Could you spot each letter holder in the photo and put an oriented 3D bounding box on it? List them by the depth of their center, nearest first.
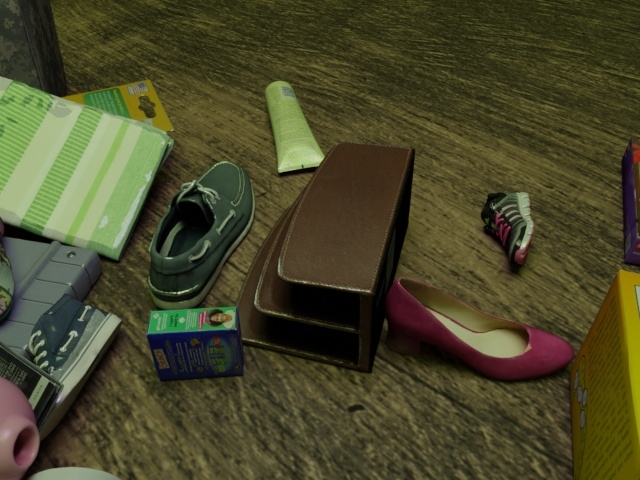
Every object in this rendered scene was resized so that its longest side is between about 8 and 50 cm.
[{"bbox_3d":[0.000,0.000,0.836,0.214,0.152,0.302,9,44,13],"label":"letter holder"}]

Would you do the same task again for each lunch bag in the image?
[{"bbox_3d":[-0.649,-0.367,1.124,0.256,0.305,0.212,-3,40,-9],"label":"lunch bag"}]

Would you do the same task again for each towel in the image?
[{"bbox_3d":[-0.431,-0.124,0.951,0.325,0.038,0.248,18,64,-3],"label":"towel"}]

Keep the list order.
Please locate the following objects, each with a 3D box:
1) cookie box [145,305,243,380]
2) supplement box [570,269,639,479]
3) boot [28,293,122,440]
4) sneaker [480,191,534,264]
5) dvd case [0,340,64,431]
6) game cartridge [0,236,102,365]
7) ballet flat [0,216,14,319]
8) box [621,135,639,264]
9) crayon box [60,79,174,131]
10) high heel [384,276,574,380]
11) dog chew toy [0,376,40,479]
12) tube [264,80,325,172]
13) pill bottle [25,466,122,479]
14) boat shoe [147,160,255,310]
[{"bbox_3d":[-0.153,0.128,0.738,0.107,0.092,0.040,-3,40,-4],"label":"cookie box"},{"bbox_3d":[0.362,0.230,0.554,0.194,0.195,0.356,11,45,11],"label":"supplement box"},{"bbox_3d":[-0.324,0.149,0.719,0.086,0.069,0.190,27,35,-6],"label":"boot"},{"bbox_3d":[0.288,-0.024,0.926,0.075,0.063,0.170,8,39,8],"label":"sneaker"},{"bbox_3d":[-0.404,0.186,0.665,0.221,0.018,0.164,23,83,24],"label":"dvd case"},{"bbox_3d":[-0.520,0.076,0.821,0.355,0.068,0.230,8,39,9],"label":"game cartridge"},{"bbox_3d":[-0.459,0.012,0.790,0.077,0.079,0.221,-16,45,-18],"label":"ballet flat"},{"bbox_3d":[0.605,-0.056,0.962,0.201,0.057,0.293,14,45,13],"label":"box"},{"bbox_3d":[-0.441,-0.182,1.078,0.323,0.083,0.203,-17,46,-17],"label":"crayon box"},{"bbox_3d":[0.202,0.104,0.745,0.244,0.117,0.082,10,44,11],"label":"high heel"},{"bbox_3d":[-0.425,0.188,0.562,0.332,0.206,0.206,-2,42,10],"label":"dog chew toy"},{"bbox_3d":[-0.059,-0.215,1.140,0.070,0.062,0.240,-39,45,22],"label":"tube"},{"bbox_3d":[-0.226,0.327,0.490,0.136,0.136,0.245,-4,43,-4],"label":"pill bottle"},{"bbox_3d":[-0.177,-0.038,0.911,0.116,0.099,0.319,8,43,8],"label":"boat shoe"}]
